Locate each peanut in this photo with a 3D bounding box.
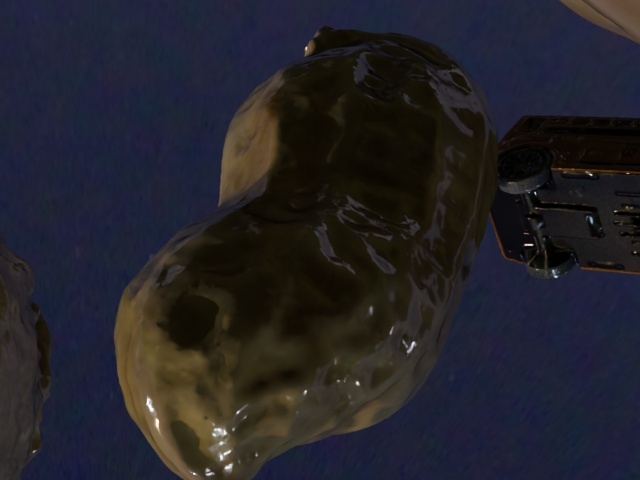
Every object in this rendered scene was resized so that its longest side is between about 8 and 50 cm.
[{"bbox_3d":[0.000,0.000,0.837,0.140,0.153,0.325,-2,-152,24],"label":"peanut"}]

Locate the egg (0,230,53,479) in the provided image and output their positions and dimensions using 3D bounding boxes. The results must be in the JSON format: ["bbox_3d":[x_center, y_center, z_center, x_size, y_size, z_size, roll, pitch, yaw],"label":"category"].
[{"bbox_3d":[-0.286,0.064,0.990,0.279,0.279,0.310,3,-120,-7],"label":"egg"}]

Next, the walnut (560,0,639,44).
[{"bbox_3d":[0.154,-0.148,0.446,0.248,0.248,0.248,3,-113,-7],"label":"walnut"}]

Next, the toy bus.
[{"bbox_3d":[0.197,-0.028,1.039,0.195,0.083,0.088,5,-138,34],"label":"toy bus"}]
